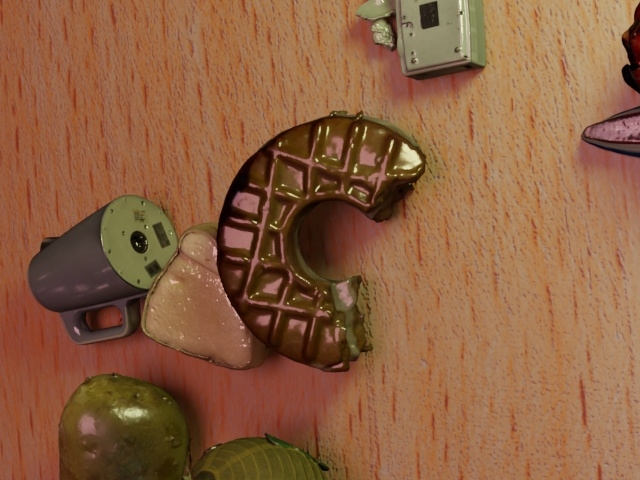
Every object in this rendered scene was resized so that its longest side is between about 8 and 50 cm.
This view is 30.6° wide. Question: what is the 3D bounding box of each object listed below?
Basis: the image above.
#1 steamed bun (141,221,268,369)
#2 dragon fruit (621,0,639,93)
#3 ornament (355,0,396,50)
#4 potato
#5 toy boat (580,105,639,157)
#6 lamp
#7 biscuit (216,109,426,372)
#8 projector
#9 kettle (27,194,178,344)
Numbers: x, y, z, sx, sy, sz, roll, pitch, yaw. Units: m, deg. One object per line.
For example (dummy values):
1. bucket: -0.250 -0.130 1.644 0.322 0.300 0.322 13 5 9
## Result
1. steamed bun: -0.158 0.080 1.816 0.231 0.110 0.212 18 107 27
2. dragon fruit: 0.446 -0.233 1.384 0.182 0.188 0.182 10 121 18
3. ornament: 0.088 -0.328 1.698 0.068 0.041 0.092 17 90 17
4. potato: -0.320 0.360 1.874 0.173 0.210 0.307 -132 50 -70
5. toy boat: 0.431 -0.141 1.467 0.229 0.046 0.080 -1 89 32
6. lamp: -0.110 0.395 1.670 0.250 0.284 0.250 -23 49 29
7. biscuit: -0.014 -0.014 1.674 0.268 0.115 0.366 18 94 9
8. projector: 0.165 -0.308 1.636 0.115 0.061 0.147 -7 84 35
9. kettle: -0.360 0.062 1.940 0.243 0.160 0.211 -23 93 39
